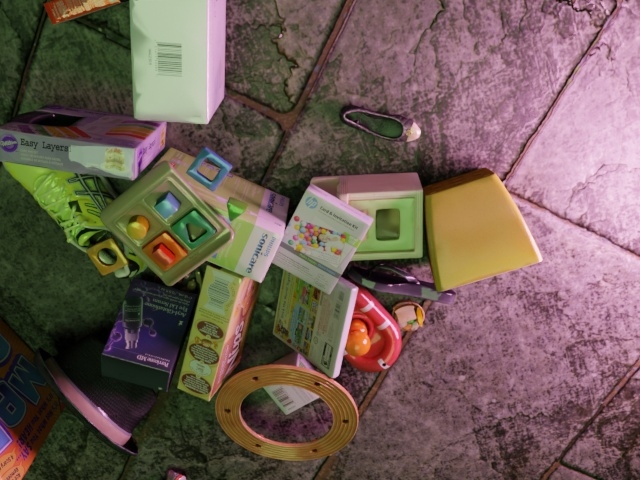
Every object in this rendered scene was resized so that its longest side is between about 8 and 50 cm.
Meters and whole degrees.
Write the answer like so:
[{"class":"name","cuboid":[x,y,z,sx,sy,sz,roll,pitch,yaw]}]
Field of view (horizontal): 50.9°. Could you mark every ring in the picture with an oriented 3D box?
[{"class":"ring","cuboid":[-0.078,0.401,1.568,0.336,0.032,0.337,3,127,5]}]

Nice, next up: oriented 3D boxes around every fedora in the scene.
[{"class":"fedora","cuboid":[-0.496,0.334,1.558,0.152,0.334,0.334,-44,109,-14]}]

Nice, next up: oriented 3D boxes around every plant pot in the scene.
[{"class":"plant pot","cuboid":[0.306,-0.036,1.385,0.212,0.212,0.187,-18,99,9]}]

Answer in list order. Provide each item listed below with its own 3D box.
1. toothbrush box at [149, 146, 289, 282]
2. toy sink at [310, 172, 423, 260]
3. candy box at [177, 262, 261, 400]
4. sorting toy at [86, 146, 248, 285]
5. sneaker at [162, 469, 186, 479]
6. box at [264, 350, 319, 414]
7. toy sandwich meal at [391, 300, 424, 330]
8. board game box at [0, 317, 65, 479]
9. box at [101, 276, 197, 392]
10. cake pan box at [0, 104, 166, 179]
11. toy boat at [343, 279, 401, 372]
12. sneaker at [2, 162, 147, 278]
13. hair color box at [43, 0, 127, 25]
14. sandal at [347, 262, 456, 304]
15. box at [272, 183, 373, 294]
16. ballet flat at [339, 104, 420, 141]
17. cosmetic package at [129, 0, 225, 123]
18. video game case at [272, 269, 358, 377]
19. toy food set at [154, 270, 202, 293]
[{"class":"toothbrush box","cuboid":[-0.218,-0.058,1.376,0.283,0.206,0.122,22,113,-9]},{"class":"toy sink","cuboid":[0.094,-0.049,1.413,0.234,0.131,0.153,-1,113,3]},{"class":"candy box","cuboid":[-0.211,0.171,1.482,0.087,0.183,0.317,22,113,8]},{"class":"sorting toy","cuboid":[-0.290,-0.022,1.255,0.347,0.047,0.196,-35,109,16]},{"class":"sneaker","cuboid":[-0.408,0.670,1.792,0.064,0.061,0.158,32,112,17]},{"class":"box","cuboid":[-0.068,0.338,1.610,0.101,0.087,0.101,-31,110,13]},{"class":"toy sandwich meal","cuboid":[0.204,0.178,1.565,0.085,0.029,0.086,1,114,1]},{"class":"board game box","cuboid":[-0.866,0.406,1.512,0.356,0.356,0.357,-31,109,13]},{"class":"box","cuboid":[-0.376,0.208,1.486,0.153,0.207,0.108,16,141,-6]},{"class":"cake pan box","cuboid":[-0.455,-0.196,1.302,0.266,0.246,0.070,8,110,-1]},{"class":"toy boat","cuboid":[0.083,0.210,1.516,0.151,0.151,0.231,-38,107,17]},{"class":"sneaker","cuboid":[-0.500,-0.074,1.409,0.384,0.147,0.145,39,111,-13]},{"class":"hair color box","cuboid":[-0.443,-0.454,1.281,0.141,0.072,0.043,-15,113,7]},{"class":"sandal","cuboid":[0.181,0.085,1.498,0.254,0.097,0.055,12,102,-14]},{"class":"box","cuboid":[0.000,0.000,1.355,0.145,0.038,0.186,30,117,0]},{"class":"ballet flat","cuboid":[0.121,-0.234,1.375,0.173,0.049,0.058,13,114,-4]},{"class":"cosmetic package","cuboid":[-0.253,-0.353,1.237,0.138,0.225,0.224,3,114,-3]},{"class":"video game case","cuboid":[-0.017,0.159,1.493,0.206,0.026,0.227,30,120,37]},{"class":"toy food set","cuboid":[-0.329,0.093,1.548,0.122,0.019,0.078,-1,114,10]}]
